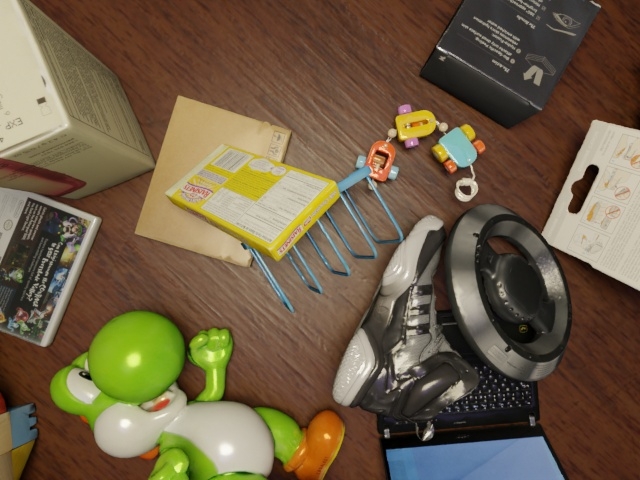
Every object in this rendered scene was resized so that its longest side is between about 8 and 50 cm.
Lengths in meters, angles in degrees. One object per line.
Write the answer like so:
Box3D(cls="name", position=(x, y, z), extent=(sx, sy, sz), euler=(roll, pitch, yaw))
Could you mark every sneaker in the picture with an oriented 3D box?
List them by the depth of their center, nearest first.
Box3D(cls="sneaker", position=(0.134, 0.108, 0.557), extent=(0.153, 0.101, 0.268), euler=(26, 77, 9))

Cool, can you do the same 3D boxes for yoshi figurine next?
Box3D(cls="yoshi figurine", position=(-0.147, 0.206, 0.536), extent=(0.363, 0.203, 0.202), euler=(25, 73, 1))

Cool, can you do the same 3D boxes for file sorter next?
Box3D(cls="file sorter", position=(0.000, 0.000, 0.558), extent=(0.170, 0.118, 0.104), euler=(-33, 95, -10))

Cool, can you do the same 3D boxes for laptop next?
Box3D(cls="laptop", position=(0.196, 0.229, 0.563), extent=(0.235, 0.136, 0.264), euler=(-4, 90, -3))

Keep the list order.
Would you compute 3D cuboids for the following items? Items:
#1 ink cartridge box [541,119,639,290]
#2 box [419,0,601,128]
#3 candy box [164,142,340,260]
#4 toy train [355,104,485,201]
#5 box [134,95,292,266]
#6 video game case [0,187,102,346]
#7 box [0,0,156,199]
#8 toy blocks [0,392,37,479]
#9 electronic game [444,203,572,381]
Box3D(cls="ink cartridge box", position=(0.414, -0.031, 0.536), extent=(0.056, 0.225, 0.180), euler=(-2, 117, -35))
Box3D(cls="box", position=(0.245, -0.264, 0.589), extent=(0.156, 0.093, 0.158), euler=(31, 88, -2))
Box3D(cls="candy box", position=(-0.086, -0.054, 0.512), extent=(0.206, 0.027, 0.105), euler=(25, 65, 38))
Box3D(cls="toy train", position=(0.138, -0.115, 0.611), extent=(0.167, 0.046, 0.125), euler=(15, 90, 1))
Box3D(cls="box", position=(-0.147, -0.081, 0.610), extent=(0.165, 0.021, 0.201), euler=(17, 89, -2))
Box3D(cls="video game case", position=(-0.417, 0.026, 0.600), extent=(0.173, 0.022, 0.190), euler=(21, 88, -1))
Box3D(cls="box", position=(-0.309, -0.143, 0.498), extent=(0.127, 0.232, 0.148), euler=(-23, 90, -2))
Box3D(cls="toy blocks", position=(-0.438, 0.265, 0.492), extent=(0.191, 0.261, 0.380), euler=(-11, 83, 0))
Box3D(cls="electronic game", position=(0.244, 0.061, 0.563), extent=(0.230, 0.048, 0.229), euler=(12, 66, -30))
